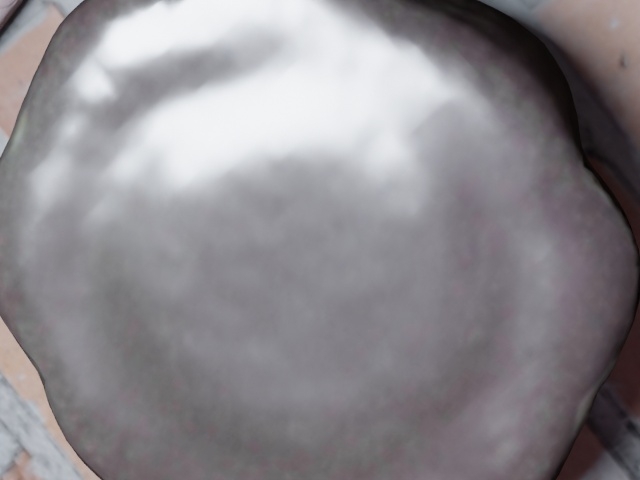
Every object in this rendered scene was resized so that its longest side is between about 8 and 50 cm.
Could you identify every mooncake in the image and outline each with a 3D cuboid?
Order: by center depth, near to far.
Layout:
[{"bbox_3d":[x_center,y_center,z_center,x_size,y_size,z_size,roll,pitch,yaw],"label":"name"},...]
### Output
[{"bbox_3d":[0.000,0.000,0.898,0.306,0.154,0.306,2,105,10],"label":"mooncake"}]

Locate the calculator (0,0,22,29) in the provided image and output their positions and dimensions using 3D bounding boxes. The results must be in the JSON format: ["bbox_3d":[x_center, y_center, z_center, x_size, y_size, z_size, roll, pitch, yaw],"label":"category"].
[{"bbox_3d":[-0.175,-0.167,0.953,0.100,0.032,0.175,40,107,-1],"label":"calculator"}]
